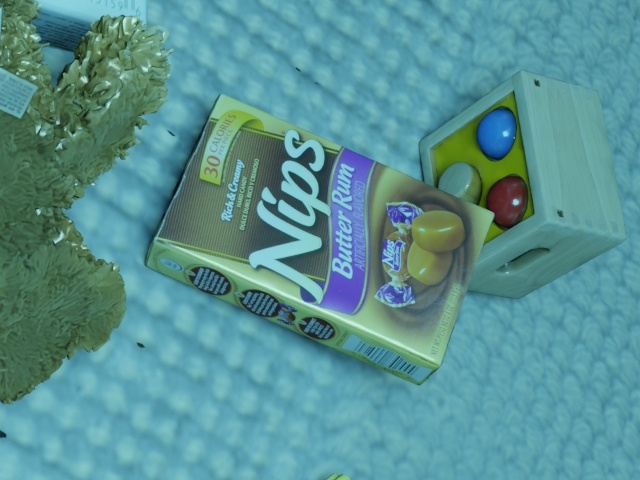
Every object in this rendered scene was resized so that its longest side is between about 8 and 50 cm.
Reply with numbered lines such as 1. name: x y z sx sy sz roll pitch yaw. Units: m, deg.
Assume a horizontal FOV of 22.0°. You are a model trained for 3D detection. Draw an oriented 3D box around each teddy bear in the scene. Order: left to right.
1. teddy bear: -0.195 -0.069 0.812 0.245 0.113 0.338 -44 142 -15

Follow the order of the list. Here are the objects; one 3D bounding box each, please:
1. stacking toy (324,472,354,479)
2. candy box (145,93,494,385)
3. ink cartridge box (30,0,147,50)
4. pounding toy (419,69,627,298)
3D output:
1. stacking toy: 0.008 0.279 1.000 0.167 0.052 0.221 -38 104 -34
2. candy box: 0.000 0.000 1.003 0.186 0.053 0.109 23 66 -3
3. ink cartridge box: -0.210 -0.249 0.896 0.275 0.060 0.239 11 74 -49
4. pounding toy: 0.113 -0.022 1.097 0.100 0.141 0.130 11 61 -34
